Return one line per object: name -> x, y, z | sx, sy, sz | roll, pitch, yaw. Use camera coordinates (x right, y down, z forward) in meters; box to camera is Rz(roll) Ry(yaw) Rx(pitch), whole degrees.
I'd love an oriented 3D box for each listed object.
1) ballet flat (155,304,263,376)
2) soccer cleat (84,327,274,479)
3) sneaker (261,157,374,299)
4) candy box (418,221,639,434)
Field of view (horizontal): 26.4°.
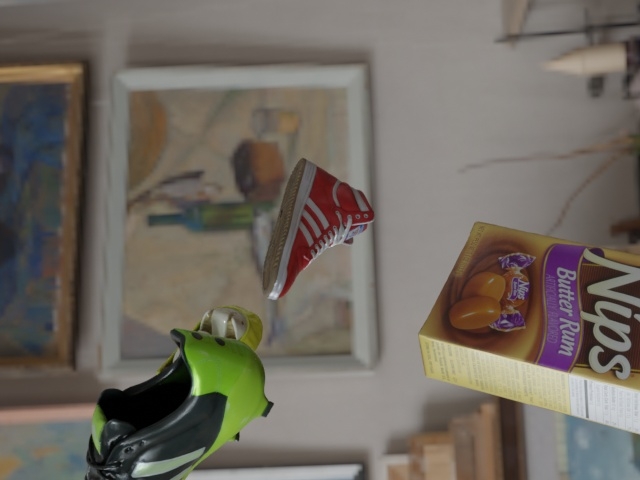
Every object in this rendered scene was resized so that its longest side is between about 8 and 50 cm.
ballet flat -> -0.130, 0.126, 1.608 | 0.231, 0.077, 0.077 | -51, -29, -50
soccer cleat -> -0.099, 0.118, 0.711 | 0.179, 0.072, 0.060 | -52, 36, 13
sneaker -> 0.000, 0.000, 0.983 | 0.042, 0.067, 0.118 | -46, 23, 53
candy box -> 0.171, 0.057, 0.890 | 0.109, 0.186, 0.053 | -59, -28, -35
